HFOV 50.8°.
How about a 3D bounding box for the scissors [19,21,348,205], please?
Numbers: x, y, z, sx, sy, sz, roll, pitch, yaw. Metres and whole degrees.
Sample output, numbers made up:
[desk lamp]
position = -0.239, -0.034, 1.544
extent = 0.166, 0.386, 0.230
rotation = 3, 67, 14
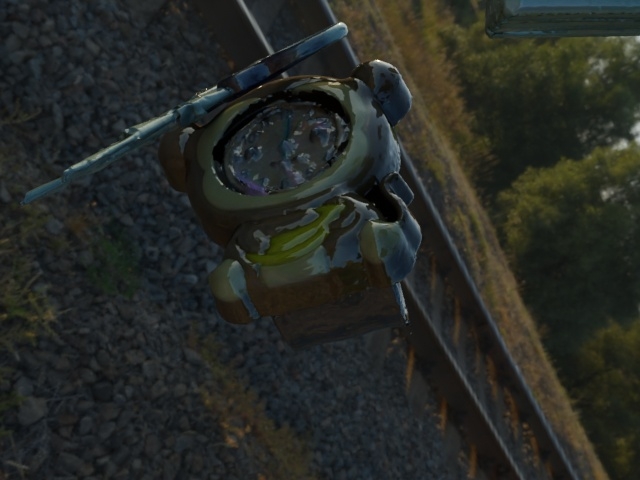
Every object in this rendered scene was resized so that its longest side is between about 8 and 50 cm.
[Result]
[scissors]
position = -0.142, -0.132, 0.701
extent = 0.383, 0.256, 0.029
rotation = -44, 113, -48

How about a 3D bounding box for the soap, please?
[soap]
position = 0.226, -0.186, 0.492
extent = 0.114, 0.198, 0.063
rotation = -69, 160, -80

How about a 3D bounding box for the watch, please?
[watch]
position = 0.000, 0.000, 0.840
extent = 0.327, 0.314, 0.335
rotation = 64, 11, -50
